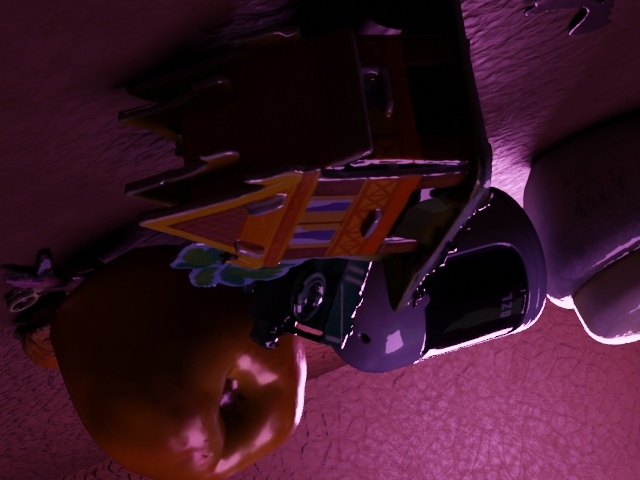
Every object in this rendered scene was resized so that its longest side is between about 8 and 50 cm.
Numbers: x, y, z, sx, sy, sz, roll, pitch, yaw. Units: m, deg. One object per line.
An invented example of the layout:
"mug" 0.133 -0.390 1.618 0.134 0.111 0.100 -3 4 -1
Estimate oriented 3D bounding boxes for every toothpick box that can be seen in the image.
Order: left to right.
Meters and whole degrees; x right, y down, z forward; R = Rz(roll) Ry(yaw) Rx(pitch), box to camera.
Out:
"toothpick box" 0.134 0.062 2.293 0.354 0.263 0.263 -16 167 -24

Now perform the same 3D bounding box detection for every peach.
"peach" -0.175 0.144 1.858 0.289 0.289 0.308 -15 -152 -33

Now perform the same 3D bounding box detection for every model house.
"model house" -0.039 -0.081 1.419 0.312 0.243 0.358 -1 158 -13

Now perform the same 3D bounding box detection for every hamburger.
"hamburger" -0.359 0.136 2.018 0.102 0.087 0.176 -23 171 -3

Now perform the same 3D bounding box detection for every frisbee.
"frisbee" 0.296 -0.266 1.614 0.187 0.012 0.211 -12 165 -37

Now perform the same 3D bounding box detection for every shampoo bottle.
"shampoo bottle" 0.484 -0.021 2.361 0.322 0.317 0.322 -19 158 -8

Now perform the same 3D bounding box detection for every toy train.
"toy train" 0.000 0.000 1.693 0.115 0.270 0.154 17 177 27

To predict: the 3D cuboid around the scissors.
"scissors" -0.336 0.046 1.822 0.133 0.020 0.187 -27 170 -2
